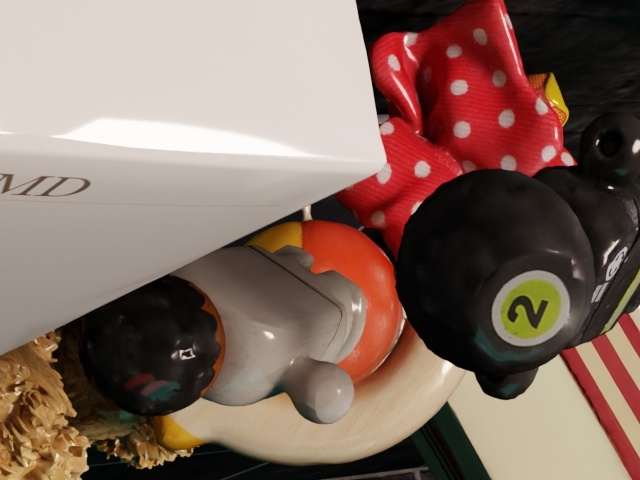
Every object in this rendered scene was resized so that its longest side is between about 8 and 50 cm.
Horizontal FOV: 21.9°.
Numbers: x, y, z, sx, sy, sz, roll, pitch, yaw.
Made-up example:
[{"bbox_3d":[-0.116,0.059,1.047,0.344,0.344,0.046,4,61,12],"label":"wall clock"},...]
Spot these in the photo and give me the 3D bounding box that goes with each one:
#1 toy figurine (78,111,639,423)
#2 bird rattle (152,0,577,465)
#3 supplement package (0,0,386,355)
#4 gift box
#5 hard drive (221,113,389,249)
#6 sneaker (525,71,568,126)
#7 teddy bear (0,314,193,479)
[{"bbox_3d":[0.001,-0.044,0.553,0.209,0.213,0.148,-13,179,28],"label":"toy figurine"},{"bbox_3d":[0.000,0.000,0.771,0.253,0.207,0.143,-1,173,-12],"label":"bird rattle"},{"bbox_3d":[-0.154,-0.056,0.454,0.177,0.175,0.293,2,162,-41],"label":"supplement package"},{"bbox_3d":[0.195,0.094,1.201,0.276,0.258,0.255,-28,168,-14],"label":"gift box"},{"bbox_3d":[-0.070,-0.009,0.972,0.172,0.054,0.254,-3,165,-30],"label":"hard drive"},{"bbox_3d":[0.098,-0.044,0.950,0.067,0.064,0.175,-18,171,-15],"label":"sneaker"},{"bbox_3d":[-0.188,0.042,0.770,0.113,0.245,0.338,-47,168,10],"label":"teddy bear"}]
